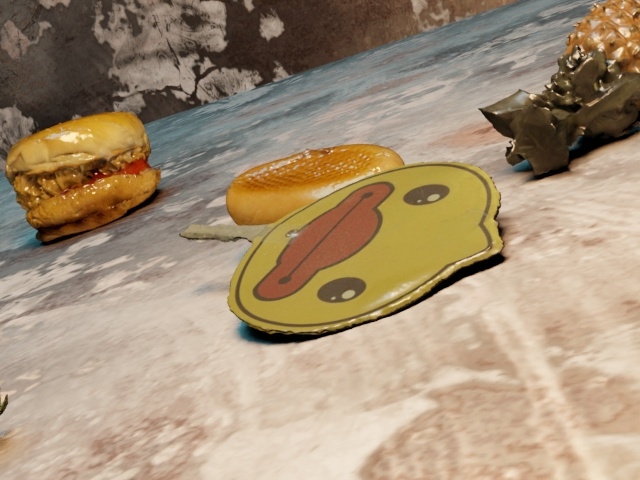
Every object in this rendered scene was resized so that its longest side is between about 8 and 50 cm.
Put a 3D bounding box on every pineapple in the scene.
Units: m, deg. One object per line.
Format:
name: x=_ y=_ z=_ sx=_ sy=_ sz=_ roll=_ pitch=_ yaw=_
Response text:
pineapple: x=0.240 y=-0.137 z=0.952 sx=0.237 sy=0.111 sz=0.119 roll=-39 pitch=-9 yaw=-36

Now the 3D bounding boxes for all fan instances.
fan: x=0.000 y=-0.001 z=0.838 sx=0.335 sy=0.011 sz=0.229 roll=2 pitch=36 yaw=42

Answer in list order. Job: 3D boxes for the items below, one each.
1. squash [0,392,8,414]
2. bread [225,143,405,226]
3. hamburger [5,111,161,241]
squash: x=-0.321 y=0.112 z=0.739 sx=0.170 sy=0.170 sz=0.123 roll=-14 pitch=32 yaw=30
bread: x=-0.001 y=-0.039 z=0.980 sx=0.189 sy=0.077 sz=0.114 roll=-8 pitch=39 yaw=32
hamburger: x=-0.365 y=-0.109 z=1.613 sx=0.244 sy=0.163 sz=0.244 roll=-22 pitch=13 yaw=5
